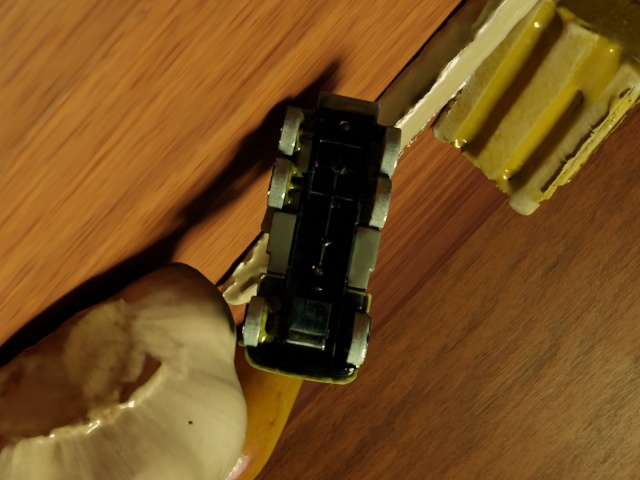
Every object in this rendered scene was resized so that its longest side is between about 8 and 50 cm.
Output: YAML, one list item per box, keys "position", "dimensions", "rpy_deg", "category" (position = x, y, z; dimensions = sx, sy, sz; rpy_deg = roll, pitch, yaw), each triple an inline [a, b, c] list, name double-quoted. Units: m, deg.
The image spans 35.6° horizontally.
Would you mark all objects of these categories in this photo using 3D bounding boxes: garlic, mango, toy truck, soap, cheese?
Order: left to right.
- position: [-0.122, 0.124, 0.591]
  dimensions: [0.229, 0.143, 0.178]
  rpy_deg: [-51, 172, -26]
  category: "garlic"
- position: [-0.093, 0.175, 0.969]
  dimensions: [0.253, 0.113, 0.138]
  rpy_deg: [-46, -169, -31]
  category: "mango"
- position: [0.000, 0.000, 0.607]
  dimensions: [0.100, 0.077, 0.168]
  rpy_deg: [116, -17, -82]
  category: "toy truck"
- position: [0.061, -0.096, 0.766]
  dimensions: [0.400, 0.034, 0.085]
  rpy_deg: [-49, 165, 17]
  category: "cheese"
- position: [0.204, -0.135, 0.897]
  dimensions: [0.076, 0.135, 0.233]
  rpy_deg: [-40, 168, -30]
  category: "soap"
